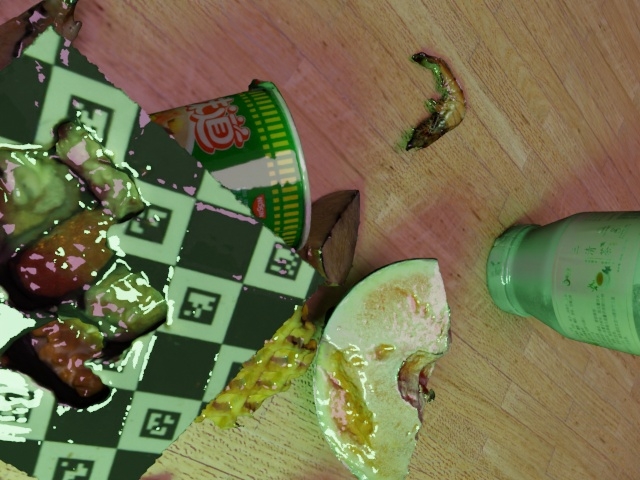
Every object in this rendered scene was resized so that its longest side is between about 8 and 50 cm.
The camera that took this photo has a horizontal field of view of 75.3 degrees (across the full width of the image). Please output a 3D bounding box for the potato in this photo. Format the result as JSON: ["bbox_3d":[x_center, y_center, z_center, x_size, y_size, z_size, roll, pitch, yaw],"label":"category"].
[{"bbox_3d":[0.000,0.000,0.614,0.172,0.089,0.101,-62,145,-48],"label":"potato"}]

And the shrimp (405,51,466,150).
[{"bbox_3d":[0.183,-0.245,0.715,0.195,0.035,0.148,-39,113,-30],"label":"shrimp"}]

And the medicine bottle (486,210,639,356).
[{"bbox_3d":[0.490,0.068,0.763,0.244,0.290,0.245,-1,91,-29],"label":"medicine bottle"}]

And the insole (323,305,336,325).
[{"bbox_3d":[0.026,0.172,0.667,0.045,0.002,0.135,-11,98,-28],"label":"insole"}]

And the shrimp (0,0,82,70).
[{"bbox_3d":[-0.342,-0.200,0.413,0.145,0.059,0.254,28,84,-17],"label":"shrimp"}]

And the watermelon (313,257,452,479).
[{"bbox_3d":[0.081,0.171,0.631,0.175,0.188,0.322,21,87,4],"label":"watermelon"}]

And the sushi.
[{"bbox_3d":[-0.191,0.043,0.347,0.294,0.059,0.292,-44,111,-1],"label":"sushi"}]

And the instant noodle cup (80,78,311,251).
[{"bbox_3d":[-0.156,-0.061,0.457,0.232,0.207,0.207,-14,99,-20],"label":"instant noodle cup"}]

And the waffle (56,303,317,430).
[{"bbox_3d":[-0.142,0.135,0.484,0.300,0.058,0.282,-7,126,-19],"label":"waffle"}]
